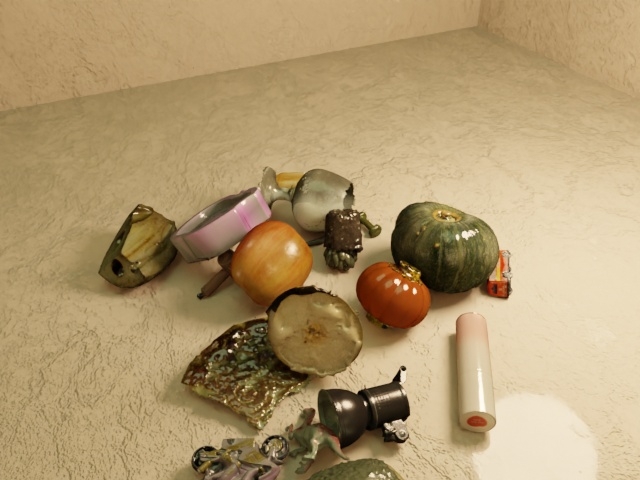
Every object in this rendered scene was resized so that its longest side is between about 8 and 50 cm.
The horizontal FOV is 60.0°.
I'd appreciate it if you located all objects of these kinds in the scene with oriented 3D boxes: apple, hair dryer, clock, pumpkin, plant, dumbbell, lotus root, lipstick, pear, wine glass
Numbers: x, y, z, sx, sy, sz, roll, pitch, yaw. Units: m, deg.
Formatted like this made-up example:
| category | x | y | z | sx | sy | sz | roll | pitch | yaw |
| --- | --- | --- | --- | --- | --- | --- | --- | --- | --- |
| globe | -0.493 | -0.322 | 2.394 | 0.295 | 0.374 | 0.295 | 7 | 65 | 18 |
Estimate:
| category | x | y | z | sx | sy | sz | roll | pitch | yaw |
| --- | --- | --- | --- | --- | --- | --- | --- | --- | --- |
| apple | -0.154 | 0.076 | 1.679 | 0.242 | 0.242 | 0.241 | 28 | 62 | 33 |
| hair dryer | -0.317 | 0.121 | 1.754 | 0.182 | 0.117 | 0.064 | -44 | 51 | -10 |
| clock | -0.327 | -0.056 | 1.840 | 0.339 | 0.102 | 0.338 | -27 | 18 | 10 |
| pumpkin | 0.374 | 0.017 | 1.706 | 0.292 | 0.257 | 0.327 | -5 | 30 | -20 |
| plant | 0.074 | -0.004 | 1.815 | 0.129 | 0.194 | 0.132 | 2 | 13 | 2 |
| dumbbell | 0.169 | -0.058 | 1.982 | 0.052 | 0.046 | 0.118 | -26 | 43 | -19 |
| lotus root | -0.600 | 0.035 | 1.842 | 0.210 | 0.142 | 0.314 | 36 | 34 | -12 |
| lipstick | 0.399 | 0.332 | 1.439 | 0.087 | 0.087 | 0.326 | 4 | 39 | 8 |
| pear | -0.017 | 0.215 | 1.476 | 0.267 | 0.266 | 0.178 | -2 | 16 | 1 |
| wine glass | -0.049 | -0.146 | 1.966 | 0.323 | 0.237 | 0.238 | 13 | 41 | 14 |

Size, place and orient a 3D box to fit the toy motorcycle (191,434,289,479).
| category | x | y | z | sx | sy | sz | roll | pitch | yaw |
| --- | --- | --- | --- | --- | --- | --- | --- | --- | --- |
| toy motorcycle | -0.177 | 0.518 | 1.243 | 0.225 | 0.073 | 0.152 | -6 | 41 | -7 |

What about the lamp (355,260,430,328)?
| category | x | y | z | sx | sy | sz | roll | pitch | yaw |
| --- | --- | --- | --- | --- | --- | --- | --- | --- | --- |
| lamp | 0.209 | 0.155 | 1.588 | 0.223 | 0.196 | 0.223 | 28 | 11 | -6 |

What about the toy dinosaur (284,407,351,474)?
| category | x | y | z | sx | sy | sz | roll | pitch | yaw |
| --- | --- | --- | --- | --- | --- | --- | --- | --- | --- |
| toy dinosaur | -0.001 | 0.451 | 1.264 | 0.242 | 0.053 | 0.167 | -21 | 24 | 47 |

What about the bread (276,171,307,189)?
| category | x | y | z | sx | sy | sz | roll | pitch | yaw |
| --- | --- | --- | --- | --- | --- | --- | --- | --- | --- |
| bread | -0.106 | -0.217 | 2.167 | 0.177 | 0.084 | 0.119 | 4 | 37 | 9 |

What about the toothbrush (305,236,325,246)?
| category | x | y | z | sx | sy | sz | roll | pitch | yaw |
| --- | --- | --- | --- | --- | --- | --- | --- | --- | --- |
| toothbrush | 0.000 | 0.000 | 1.931 | 0.298 | 0.030 | 0.030 | -13 | 29 | -13 |

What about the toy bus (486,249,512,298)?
| category | x | y | z | sx | sy | sz | roll | pitch | yaw |
| --- | --- | --- | --- | --- | --- | --- | --- | --- | --- |
| toy bus | 0.562 | 0.100 | 1.742 | 0.077 | 0.079 | 0.174 | -1 | 37 | 17 |

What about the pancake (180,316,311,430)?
| category | x | y | z | sx | sy | sz | roll | pitch | yaw |
| --- | --- | --- | --- | --- | --- | --- | --- | --- | --- |
| pancake | -0.144 | 0.328 | 1.508 | 0.305 | 0.066 | 0.427 | 36 | 50 | 29 |

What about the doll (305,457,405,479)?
| category | x | y | z | sx | sy | sz | roll | pitch | yaw |
| --- | --- | --- | --- | --- | --- | --- | --- | --- | --- |
| doll | 0.026 | 0.564 | 1.050 | 0.350 | 0.247 | 0.247 | -5 | 33 | -37 |

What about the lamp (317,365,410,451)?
| category | x | y | z | sx | sy | sz | roll | pitch | yaw |
| --- | --- | --- | --- | --- | --- | --- | --- | --- | --- |
| lamp | 0.125 | 0.412 | 1.329 | 0.228 | 0.147 | 0.172 | -7 | 51 | -19 |
